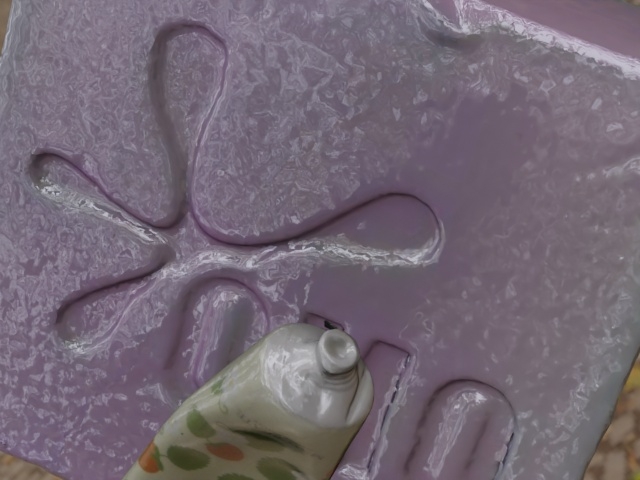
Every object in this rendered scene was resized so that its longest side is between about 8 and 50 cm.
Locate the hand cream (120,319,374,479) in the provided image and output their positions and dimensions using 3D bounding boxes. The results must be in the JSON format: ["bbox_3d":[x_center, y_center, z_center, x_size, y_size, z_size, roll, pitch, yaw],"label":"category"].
[{"bbox_3d":[-0.030,0.076,0.468,0.165,0.057,0.037,-52,14,44],"label":"hand cream"}]

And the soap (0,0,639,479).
[{"bbox_3d":[0.000,0.000,0.646,0.296,0.285,0.107,20,23,10],"label":"soap"}]
